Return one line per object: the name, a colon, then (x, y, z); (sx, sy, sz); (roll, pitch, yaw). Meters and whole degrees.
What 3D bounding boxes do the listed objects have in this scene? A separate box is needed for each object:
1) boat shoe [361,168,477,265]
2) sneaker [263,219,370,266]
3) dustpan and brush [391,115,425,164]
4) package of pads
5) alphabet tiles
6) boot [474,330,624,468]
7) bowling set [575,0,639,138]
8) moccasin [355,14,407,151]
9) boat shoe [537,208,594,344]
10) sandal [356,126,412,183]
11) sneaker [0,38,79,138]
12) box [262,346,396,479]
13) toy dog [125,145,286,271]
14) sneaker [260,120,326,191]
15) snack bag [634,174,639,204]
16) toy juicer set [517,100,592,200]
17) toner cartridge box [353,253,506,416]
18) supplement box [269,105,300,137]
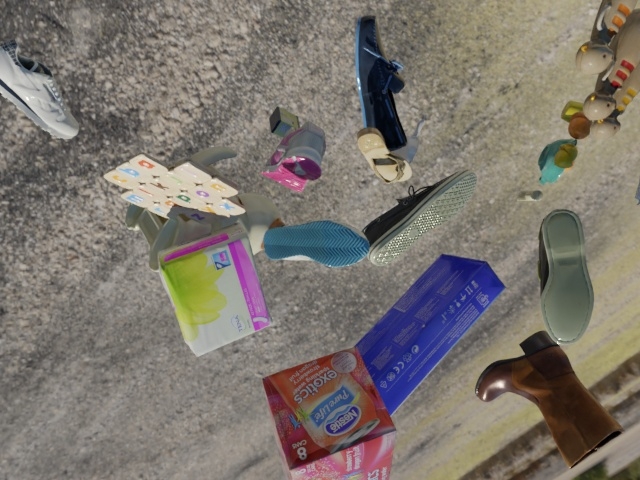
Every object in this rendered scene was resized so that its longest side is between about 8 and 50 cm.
boat shoe: (0.354, -0.109, 1.843); (0.500, 0.156, 0.187); (-38, 140, 2)
sneaker: (0.000, 0.000, 0.965); (0.092, 0.228, 0.088); (-11, 102, -53)
dustpan and brush: (0.317, -0.348, 1.779); (0.060, 0.147, 0.211); (15, 96, -22)
package of pads: (-0.266, 0.129, 1.264); (0.229, 0.101, 0.297); (-21, 119, -15)
alphabet tiles: (-0.317, -0.109, 1.110); (0.284, 0.021, 0.277); (-13, 151, 41)
boot: (0.526, 0.401, 1.191); (0.096, 0.281, 0.264); (26, 120, -39)
bowling set: (0.458, -0.212, 0.653); (0.286, 0.199, 0.154); (10, 107, -50)
moccasin: (0.163, -0.394, 1.266); (0.116, 0.138, 0.342); (0, 127, 19)
boat shoe: (0.416, 0.060, 0.854); (0.081, 0.228, 0.068); (-1, -176, 18)
sandal: (0.161, -0.180, 1.241); (0.088, 0.079, 0.240); (-19, 146, 25)
sneaker: (-0.576, -0.303, 1.031); (0.094, 0.090, 0.235); (-39, 150, -2)
box: (0.011, 0.273, 0.655); (0.128, 0.123, 0.257); (-15, 136, -12)
toy dog: (-0.300, -0.076, 1.480); (0.407, 0.284, 0.396); (18, 103, -50)
sneaker: (-0.049, -0.182, 1.089); (0.102, 0.252, 0.111); (26, 76, -22)
snack bag: (0.705, -0.200, 0.927); (0.037, 0.323, 0.343); (1, 107, 5)
toy juicer set: (0.663, -0.212, 1.381); (0.089, 0.209, 0.329); (23, 117, 4)
toner cartridge box: (0.191, 0.178, 0.996); (0.348, 0.165, 0.075); (-45, 104, -10)
supplement box: (-0.119, -0.386, 1.658); (0.083, 0.083, 0.056); (19, 130, -30)
